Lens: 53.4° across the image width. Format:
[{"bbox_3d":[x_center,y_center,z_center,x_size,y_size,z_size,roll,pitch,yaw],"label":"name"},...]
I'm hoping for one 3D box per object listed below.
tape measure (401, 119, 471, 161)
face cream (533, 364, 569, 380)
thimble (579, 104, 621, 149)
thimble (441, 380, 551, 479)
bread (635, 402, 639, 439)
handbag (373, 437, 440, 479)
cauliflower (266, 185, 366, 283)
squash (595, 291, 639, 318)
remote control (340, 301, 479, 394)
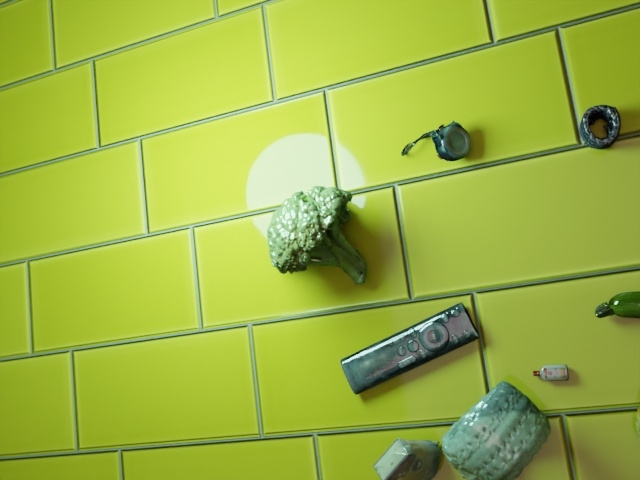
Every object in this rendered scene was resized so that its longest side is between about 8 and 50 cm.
[{"bbox_3d":[0.323,-0.256,1.763,0.180,0.104,0.107,-20,101,50],"label":"tape measure"},{"bbox_3d":[0.580,0.334,1.602,0.084,0.021,0.040,-7,80,20],"label":"face cream"},{"bbox_3d":[0.706,-0.286,1.608,0.095,0.066,0.104,14,89,19],"label":"thimble"},{"bbox_3d":[0.425,0.479,1.545,0.250,0.205,0.172,-43,77,-7],"label":"thimble"},{"bbox_3d":[0.809,0.403,1.467,0.132,0.114,0.190,13,93,19],"label":"bread"},{"bbox_3d":[0.235,0.567,1.633,0.117,0.173,0.095,-53,46,20],"label":"handbag"},{"bbox_3d":[-0.010,-0.021,1.777,0.327,0.281,0.260,-29,49,40],"label":"cauliflower"},{"bbox_3d":[0.825,0.162,1.506,0.319,0.071,0.080,5,86,21],"label":"squash"},{"bbox_3d":[0.236,0.295,1.722,0.378,0.044,0.107,-28,78,15],"label":"remote control"}]
